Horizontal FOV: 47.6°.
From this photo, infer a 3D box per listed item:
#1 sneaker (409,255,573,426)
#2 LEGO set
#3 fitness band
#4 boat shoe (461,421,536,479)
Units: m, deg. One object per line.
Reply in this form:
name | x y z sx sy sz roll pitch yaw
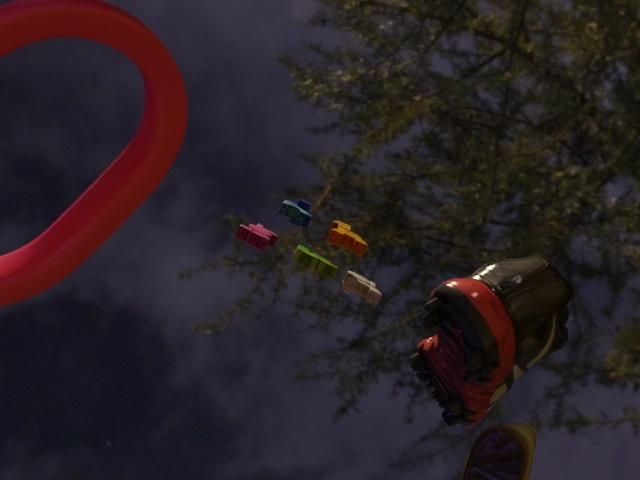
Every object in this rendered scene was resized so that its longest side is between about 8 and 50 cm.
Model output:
sneaker | 0.162 0.096 0.686 0.135 0.097 0.276 -29 -25 -13
LEGO set | 0.000 0.000 1.081 0.227 0.093 0.087 27 -78 -2
fitness band | -0.236 -0.063 0.569 0.291 0.054 0.209 -44 -42 6
boat shoe | 0.117 0.204 0.537 0.048 0.056 0.152 8 -76 -56
